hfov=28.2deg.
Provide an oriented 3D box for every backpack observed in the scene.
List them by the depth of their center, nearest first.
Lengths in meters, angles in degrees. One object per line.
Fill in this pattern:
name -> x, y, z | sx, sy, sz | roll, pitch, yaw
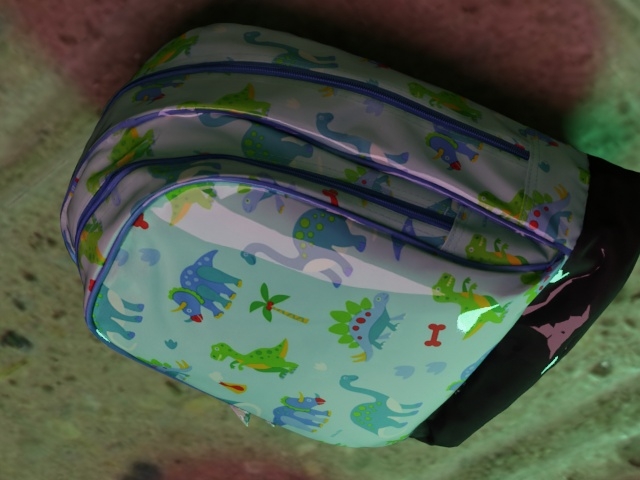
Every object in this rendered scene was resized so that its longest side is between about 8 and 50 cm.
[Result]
backpack -> 0.000, 0.000, 0.900 | 0.355, 0.273, 0.290 | 36, 135, -3
